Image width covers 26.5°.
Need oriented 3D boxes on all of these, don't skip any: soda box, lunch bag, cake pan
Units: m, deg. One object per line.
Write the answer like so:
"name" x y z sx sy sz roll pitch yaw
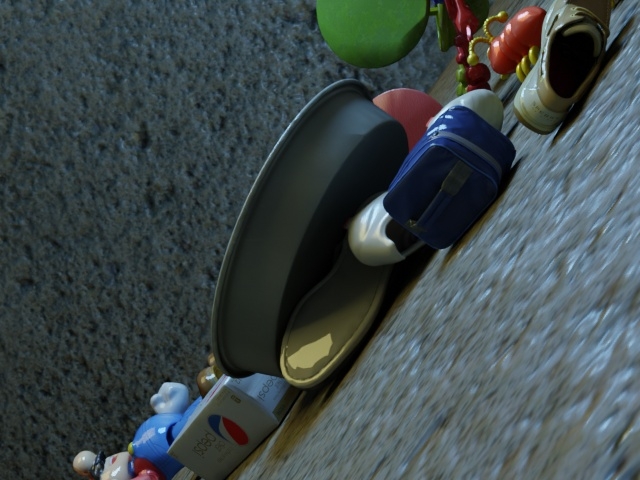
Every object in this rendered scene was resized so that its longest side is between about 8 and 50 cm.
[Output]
"soda box" -0.086 0.178 1.397 0.074 0.069 0.216 -56 2 -34
"lunch bag" 0.091 -0.042 1.006 0.098 0.067 0.065 -53 2 42
"cake pan" 0.000 0.000 1.227 0.293 0.054 0.293 -54 -22 -34

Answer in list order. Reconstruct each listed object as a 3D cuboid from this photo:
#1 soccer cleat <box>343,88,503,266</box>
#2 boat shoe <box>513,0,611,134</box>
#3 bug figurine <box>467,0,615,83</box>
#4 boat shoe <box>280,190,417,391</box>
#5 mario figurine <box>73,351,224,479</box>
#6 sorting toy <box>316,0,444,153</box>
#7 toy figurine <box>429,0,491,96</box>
"soccer cleat" 0.101 -0.050 1.132 0.196 0.068 0.076 -48 29 -19
"boat shoe" 0.176 -0.133 0.930 0.045 0.050 0.135 -43 20 60
"bug figurine" 0.237 -0.257 1.171 0.279 0.072 0.216 -55 2 -29
"boat shoe" 0.035 0.052 1.162 0.206 0.075 0.065 -61 -38 -29
"mario figurine" -0.238 0.270 1.776 0.320 0.170 0.198 -46 -31 8
"sorting toy" 0.085 -0.218 1.414 0.127 0.365 0.126 -14 -2 32
"toy figurine" 0.225 -0.272 1.426 0.217 0.191 0.362 -20 -11 4
